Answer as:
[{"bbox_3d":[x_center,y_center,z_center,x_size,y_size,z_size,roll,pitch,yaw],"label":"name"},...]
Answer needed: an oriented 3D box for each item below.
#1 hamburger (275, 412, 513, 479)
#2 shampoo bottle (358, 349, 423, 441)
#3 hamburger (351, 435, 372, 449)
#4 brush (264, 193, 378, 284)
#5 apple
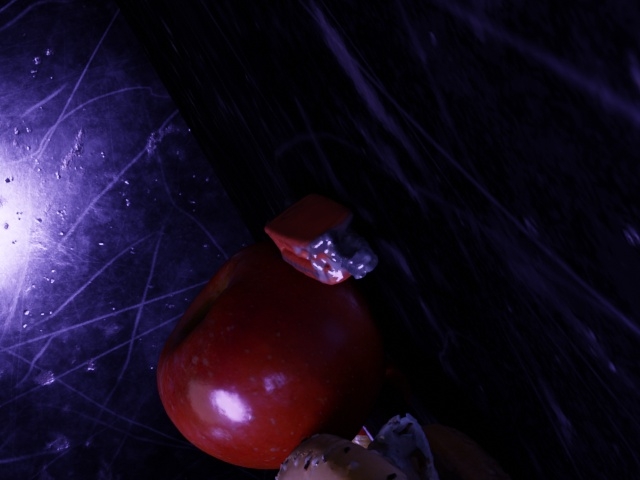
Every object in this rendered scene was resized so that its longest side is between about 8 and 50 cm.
[{"bbox_3d":[0.073,0.314,0.996,0.276,0.195,0.318,66,150,29],"label":"hamburger"},{"bbox_3d":[0.047,0.174,1.304,0.104,0.104,0.278,63,173,-32],"label":"shampoo bottle"},{"bbox_3d":[0.063,0.235,1.522,0.183,0.130,0.206,-170,68,-81],"label":"hamburger"},{"bbox_3d":[0.000,0.001,0.990,0.051,0.070,0.323,57,174,-14],"label":"brush"},{"bbox_3d":[-0.050,0.130,1.155,0.216,0.260,0.260,36,-179,-17],"label":"apple"}]
